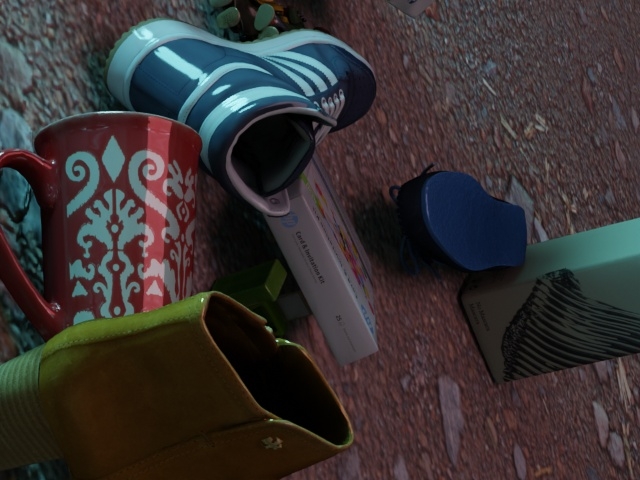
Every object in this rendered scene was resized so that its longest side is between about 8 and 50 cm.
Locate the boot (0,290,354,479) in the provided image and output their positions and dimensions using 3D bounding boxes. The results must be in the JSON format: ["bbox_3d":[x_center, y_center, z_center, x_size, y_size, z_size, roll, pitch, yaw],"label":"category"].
[{"bbox_3d":[-0.067,0.151,1.119,0.295,0.211,0.104,51,35,-38],"label":"boot"}]

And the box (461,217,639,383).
[{"bbox_3d":[0.290,0.051,1.793,0.113,0.275,0.094,65,28,-17],"label":"box"}]

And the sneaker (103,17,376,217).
[{"bbox_3d":[-0.020,-0.091,1.376,0.153,0.099,0.282,39,23,33],"label":"sneaker"}]

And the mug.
[{"bbox_3d":[-0.152,0.014,1.188,0.113,0.150,0.169,109,-21,-71],"label":"mug"}]

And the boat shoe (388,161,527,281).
[{"bbox_3d":[0.120,-0.004,1.718,0.258,0.089,0.109,28,64,-62],"label":"boat shoe"}]

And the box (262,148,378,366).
[{"bbox_3d":[0.000,0.000,1.467,0.186,0.038,0.145,-86,152,-70],"label":"box"}]

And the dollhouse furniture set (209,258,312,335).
[{"bbox_3d":[-0.026,0.088,1.405,0.152,0.058,0.076,61,30,-24],"label":"dollhouse furniture set"}]

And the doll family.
[{"bbox_3d":[-0.051,-0.220,1.520,0.111,0.076,0.193,2,70,-57],"label":"doll family"}]

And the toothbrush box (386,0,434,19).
[{"bbox_3d":[0.012,-0.340,1.579,0.283,0.122,0.206,16,36,-59],"label":"toothbrush box"}]
